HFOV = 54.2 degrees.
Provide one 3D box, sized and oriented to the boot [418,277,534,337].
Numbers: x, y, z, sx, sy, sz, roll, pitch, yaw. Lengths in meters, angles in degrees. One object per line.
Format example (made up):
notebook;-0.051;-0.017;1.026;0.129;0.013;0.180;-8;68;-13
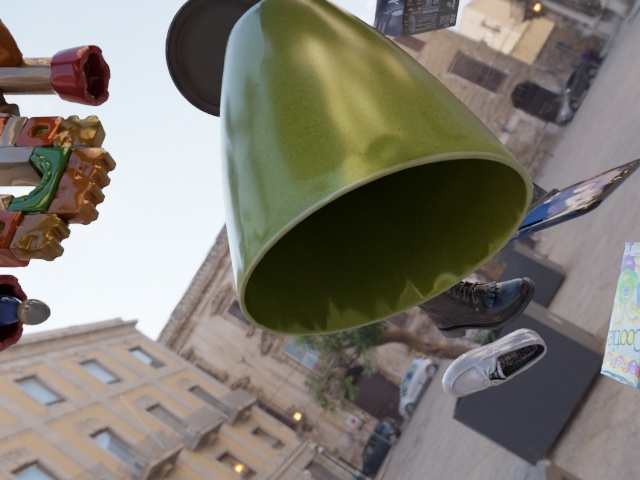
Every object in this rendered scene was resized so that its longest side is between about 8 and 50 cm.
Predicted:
boot;0.257;0.089;1.243;0.263;0.229;0.091;-32;27;38

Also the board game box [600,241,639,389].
board game box;0.668;0.150;1.216;0.142;0.145;0.275;179;103;-87

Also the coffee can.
coffee can;-0.152;-0.335;1.114;0.275;0.202;0.201;-101;36;-71

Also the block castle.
block castle;-0.383;-0.128;0.698;0.303;0.213;0.452;80;-167;-57

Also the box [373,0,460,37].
box;0.241;-0.612;1.451;0.307;0.077;0.242;-32;-45;-48

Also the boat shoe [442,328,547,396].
boat shoe;0.292;0.213;1.046;0.184;0.066;0.063;-24;9;2

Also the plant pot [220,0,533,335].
plant pot;0.012;-0.099;0.623;0.275;0.293;0.274;-17;-30;-10

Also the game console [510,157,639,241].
game console;0.324;-0.101;0.998;0.293;0.250;0.173;-27;-31;-47
